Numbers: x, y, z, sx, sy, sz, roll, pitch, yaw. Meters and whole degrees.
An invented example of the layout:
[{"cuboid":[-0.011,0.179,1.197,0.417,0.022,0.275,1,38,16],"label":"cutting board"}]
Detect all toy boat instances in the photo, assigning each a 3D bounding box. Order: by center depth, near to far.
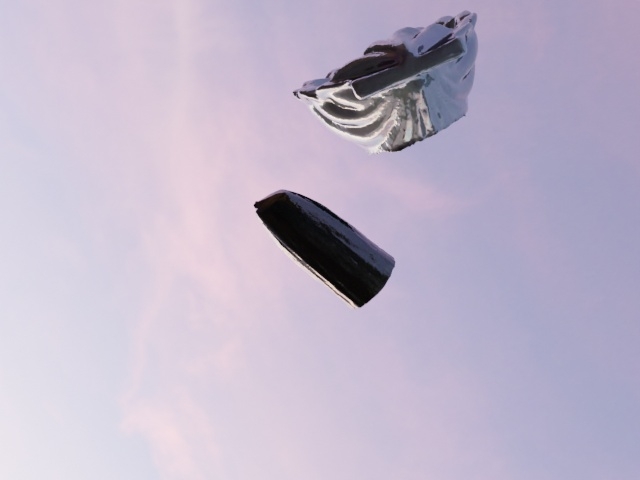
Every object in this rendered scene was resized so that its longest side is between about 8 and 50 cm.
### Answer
[{"cuboid":[0.078,-0.153,0.889,0.199,0.290,0.100,-26,-80,5],"label":"toy boat"}]

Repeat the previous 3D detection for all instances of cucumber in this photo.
[{"cuboid":[0.000,0.000,0.623,0.105,0.048,0.048,39,-55,-1],"label":"cucumber"}]
